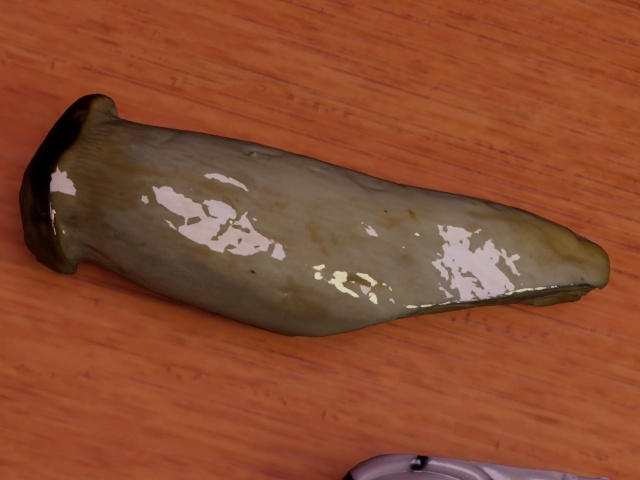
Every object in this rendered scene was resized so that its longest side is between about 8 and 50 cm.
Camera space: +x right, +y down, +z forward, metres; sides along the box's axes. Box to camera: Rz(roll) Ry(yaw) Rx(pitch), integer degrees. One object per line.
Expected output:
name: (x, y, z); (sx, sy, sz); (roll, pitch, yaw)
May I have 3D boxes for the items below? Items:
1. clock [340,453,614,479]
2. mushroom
clock: (0.085, 0.181, 0.887); (0.176, 0.080, 0.117); (9, 73, -12)
mushroom: (-0.001, 0.003, 0.917); (0.333, 0.087, 0.107); (15, 71, -11)
